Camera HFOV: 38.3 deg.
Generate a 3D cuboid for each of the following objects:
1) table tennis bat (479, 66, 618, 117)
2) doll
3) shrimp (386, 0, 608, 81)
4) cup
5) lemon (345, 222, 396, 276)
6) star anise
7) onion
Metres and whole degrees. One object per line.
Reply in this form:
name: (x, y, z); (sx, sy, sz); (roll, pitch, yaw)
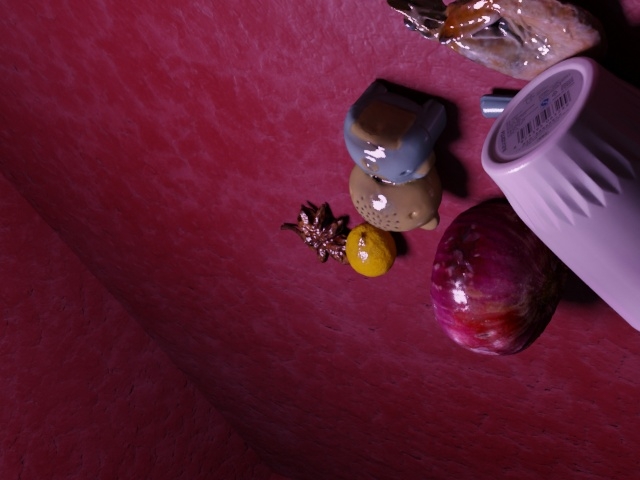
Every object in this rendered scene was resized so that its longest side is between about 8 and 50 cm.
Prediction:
table tennis bat: (0.353, -0.205, 1.398); (0.244, 0.040, 0.153); (6, 135, 39)
doll: (0.132, -0.128, 1.637); (0.177, 0.161, 0.261); (21, 147, 23)
shrimp: (0.242, -0.303, 1.276); (0.317, 0.077, 0.168); (18, 153, 3)
cup: (0.423, -0.063, 1.278); (0.371, 0.253, 0.253); (39, 153, -19)
lemon: (0.108, 0.020, 1.957); (0.109, 0.109, 0.133); (16, 153, 33)
star anise: (0.001, -0.001, 2.091); (0.177, 0.073, 0.234); (46, 160, -2)
onion: (0.303, 0.068, 1.675); (0.272, 0.256, 0.230); (-13, 146, 28)
